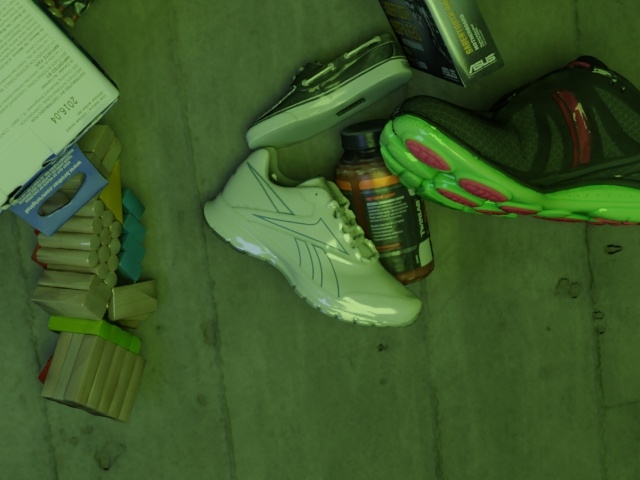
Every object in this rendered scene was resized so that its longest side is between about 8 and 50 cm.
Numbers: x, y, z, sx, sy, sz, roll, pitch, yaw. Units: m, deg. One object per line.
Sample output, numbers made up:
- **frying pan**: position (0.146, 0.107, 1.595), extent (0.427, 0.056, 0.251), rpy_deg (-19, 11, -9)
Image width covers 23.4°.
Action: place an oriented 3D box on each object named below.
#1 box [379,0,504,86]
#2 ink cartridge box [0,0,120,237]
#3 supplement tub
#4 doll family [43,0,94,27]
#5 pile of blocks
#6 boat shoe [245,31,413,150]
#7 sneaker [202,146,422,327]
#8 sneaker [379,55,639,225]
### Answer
- **box**: position (0.119, -0.280, 1.789), extent (0.056, 0.231, 0.183), rpy_deg (-30, 107, -5)
- **ink cartridge box**: position (-0.405, -0.169, 1.691), extent (0.270, 0.151, 0.395), rpy_deg (-43, 101, 1)
- **supplement tub**: position (0.076, -0.047, 1.904), extent (0.106, 0.106, 0.197), rpy_deg (-13, 106, -7)
- **doll family**: position (-0.316, -0.341, 1.782), extent (0.193, 0.076, 0.111), rpy_deg (35, 100, -13)
- **pile of blocks**: position (-0.288, 0.039, 1.878), extent (0.113, 0.149, 0.362), rpy_deg (5, 95, 33)
- **boat shoe**: position (0.002, -0.181, 1.882), extent (0.219, 0.078, 0.070), rpy_deg (-26, 74, 3)
- **sneaker**: position (0.000, 0.000, 1.845), extent (0.297, 0.111, 0.129), rpy_deg (34, 104, 10)
- **sneaker**: position (0.269, -0.127, 1.867), extent (0.483, 0.185, 0.202), rpy_deg (5, 87, -36)
